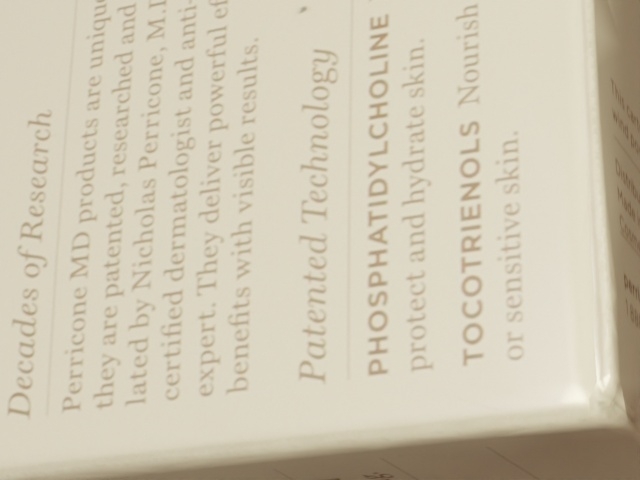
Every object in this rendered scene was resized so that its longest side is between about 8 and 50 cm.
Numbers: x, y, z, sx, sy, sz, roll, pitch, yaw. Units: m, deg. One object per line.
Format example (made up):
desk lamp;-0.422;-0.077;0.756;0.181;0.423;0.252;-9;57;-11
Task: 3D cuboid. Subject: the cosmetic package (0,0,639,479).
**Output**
cosmetic package;0.000;0.000;0.939;0.394;0.329;0.327;-9;67;23
